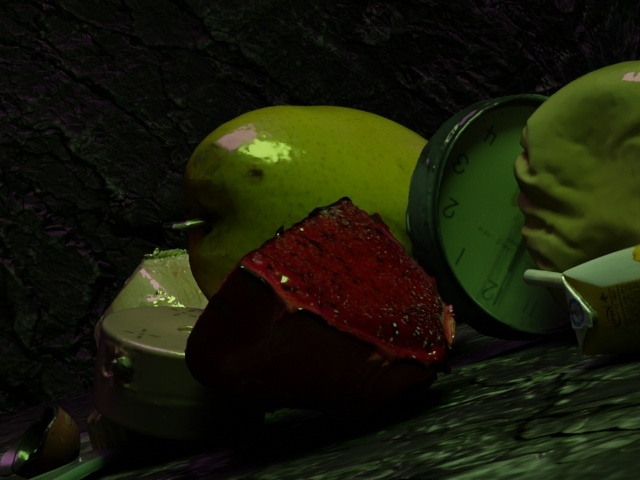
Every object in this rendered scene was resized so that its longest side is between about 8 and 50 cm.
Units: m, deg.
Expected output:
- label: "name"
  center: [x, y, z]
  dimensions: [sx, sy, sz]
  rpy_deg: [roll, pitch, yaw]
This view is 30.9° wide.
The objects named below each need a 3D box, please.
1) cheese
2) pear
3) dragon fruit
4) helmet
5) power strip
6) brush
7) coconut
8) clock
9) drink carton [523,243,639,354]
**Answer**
- label: "cheese"
  center: [0.258, -0.037, 0.923]
  dimensions: [0.117, 0.213, 0.226]
  rpy_deg: [-9, -13, -39]
- label: "pear"
  center: [-0.002, -0.006, 1.163]
  dimensions: [0.336, 0.284, 0.285]
  rpy_deg: [30, -24, -24]
- label: "dragon fruit"
  center: [-0.002, 0.061, 0.879]
  dimensions: [0.189, 0.163, 0.262]
  rpy_deg: [-23, 7, 23]
- label: "helmet"
  center: [-0.248, 0.193, 1.051]
  dimensions: [0.084, 0.049, 0.065]
  rpy_deg: [-43, 24, 16]
- label: "power strip"
  center: [-0.118, 0.112, 0.989]
  dimensions: [0.154, 0.078, 0.154]
  rpy_deg: [8, 12, -2]
- label: "brush"
  center: [-0.186, 0.167, 0.990]
  dimensions: [0.068, 0.060, 0.297]
  rpy_deg: [-14, -1, 22]
- label: "coconut"
  center: [-0.177, 0.121, 1.386]
  dimensions: [0.194, 0.194, 0.194]
  rpy_deg: [-16, -2, 0]
- label: "clock"
  center: [0.187, -0.022, 1.043]
  dimensions: [0.226, 0.226, 0.049]
  rpy_deg: [-15, -1, -24]
- label: "drink carton"
  center: [0.221, 0.037, 0.781]
  dimensions: [0.084, 0.074, 0.200]
  rpy_deg: [-13, -4, -40]
